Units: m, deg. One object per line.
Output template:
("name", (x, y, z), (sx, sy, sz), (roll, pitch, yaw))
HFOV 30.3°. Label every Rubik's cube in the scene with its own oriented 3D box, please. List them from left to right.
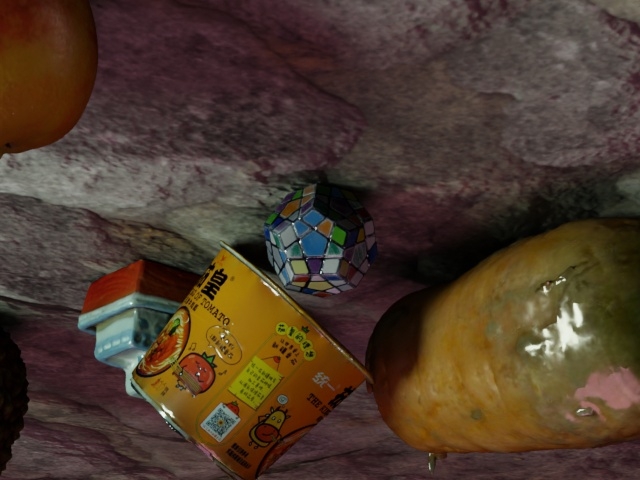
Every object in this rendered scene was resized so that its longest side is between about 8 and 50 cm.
("Rubik's cube", (0.000, 0.000, 1.119), (0.093, 0.111, 0.111), (-18, 160, -17))

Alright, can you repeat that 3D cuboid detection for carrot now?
("carrot", (0.227, 0.105, 1.195), (0.224, 0.224, 0.341), (17, 154, -32))

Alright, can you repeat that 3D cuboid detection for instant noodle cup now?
("instant noodle cup", (-0.077, 0.131, 1.200), (0.216, 0.172, 0.216), (42, 174, 5))

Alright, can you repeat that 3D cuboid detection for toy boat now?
("toy boat", (-0.116, 0.137, 1.377), (0.332, 0.133, 0.145), (22, 147, -39))

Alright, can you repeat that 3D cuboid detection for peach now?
("peach", (-0.249, -0.141, 0.794), (0.190, 0.192, 0.190), (-17, -171, 3))

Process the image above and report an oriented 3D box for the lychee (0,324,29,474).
("lychee", (-0.458, 0.192, 1.382), (0.236, 0.271, 0.236), (-16, 139, -14))
